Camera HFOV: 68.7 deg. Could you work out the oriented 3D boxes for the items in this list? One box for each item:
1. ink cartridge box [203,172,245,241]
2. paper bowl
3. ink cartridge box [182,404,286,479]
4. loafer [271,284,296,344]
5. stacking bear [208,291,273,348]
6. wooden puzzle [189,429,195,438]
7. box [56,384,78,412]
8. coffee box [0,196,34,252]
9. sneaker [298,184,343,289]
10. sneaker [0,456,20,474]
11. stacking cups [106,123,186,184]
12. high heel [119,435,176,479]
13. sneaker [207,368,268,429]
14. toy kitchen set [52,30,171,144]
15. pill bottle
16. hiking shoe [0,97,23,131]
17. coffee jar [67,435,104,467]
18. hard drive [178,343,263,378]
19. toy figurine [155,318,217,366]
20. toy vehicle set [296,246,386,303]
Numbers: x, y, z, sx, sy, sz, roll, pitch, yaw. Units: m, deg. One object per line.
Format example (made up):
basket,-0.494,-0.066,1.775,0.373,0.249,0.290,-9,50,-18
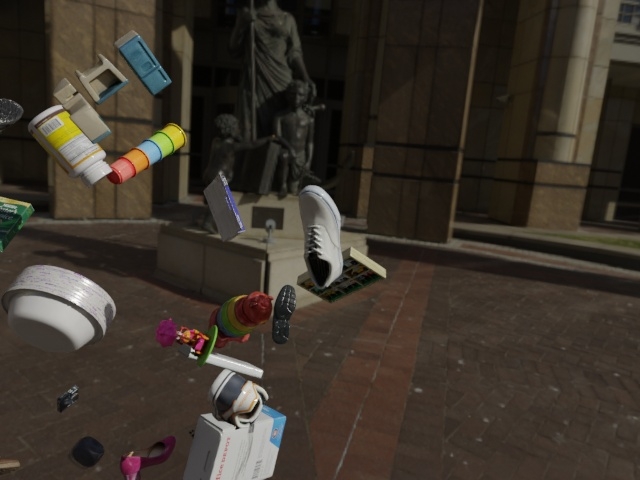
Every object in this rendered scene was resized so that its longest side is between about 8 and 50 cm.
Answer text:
ink cartridge box,-0.352,-0.122,1.748,0.045,0.223,0.224,-20,-1,-30
paper bowl,-0.749,0.211,1.327,0.284,0.284,0.148,6,46,5
ink cartridge box,-0.282,0.699,1.581,0.129,0.223,0.307,14,-1,37
loafer,-0.111,0.211,1.339,0.062,0.170,0.061,16,-18,-12
stacking bear,-0.288,0.283,1.774,0.175,0.164,0.289,-5,-21,-44
wooden puzzle,-0.466,0.757,1.794,0.083,0.006,0.049,40,14,19
box,-0.962,0.603,1.781,0.018,0.067,0.083,23,29,14
coffee box,-1.028,-0.055,1.503,0.113,0.040,0.184,14,52,1
sneaker,0.000,0.000,1.088,0.094,0.258,0.091,-1,32,24
sneaker,-0.906,0.587,1.247,0.188,0.066,0.071,16,42,-41
stacking cups,-0.576,-0.279,1.556,0.096,0.096,0.316,9,41,22
high heel,-0.605,0.739,1.652,0.082,0.117,0.244,8,18,29
sneaker,-0.220,0.450,1.278,0.127,0.126,0.321,28,-24,10
toy kitchen set,-0.397,-0.290,0.941,0.166,0.207,0.122,43,-10,38
pill bottle,-0.684,-0.255,1.294,0.117,0.215,0.117,-32,18,12
hiking shoe,-1.017,-0.352,1.430,0.114,0.086,0.227,-24,26,38
coffee jar,-0.771,0.699,1.539,0.184,0.096,0.079,-39,12,50
hard drive,-0.408,0.488,1.902,0.308,0.040,0.203,24,-15,-24
toy figurine,-0.413,0.285,1.400,0.159,0.130,0.173,26,-9,-21
toy vehicle set,0.067,0.123,1.571,0.166,0.035,0.267,32,-44,-29
